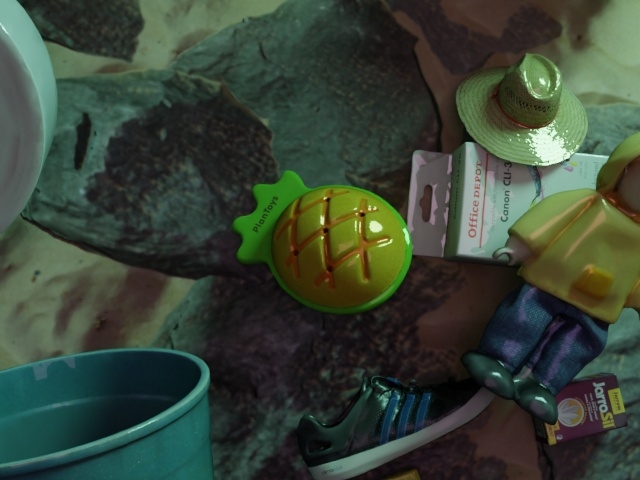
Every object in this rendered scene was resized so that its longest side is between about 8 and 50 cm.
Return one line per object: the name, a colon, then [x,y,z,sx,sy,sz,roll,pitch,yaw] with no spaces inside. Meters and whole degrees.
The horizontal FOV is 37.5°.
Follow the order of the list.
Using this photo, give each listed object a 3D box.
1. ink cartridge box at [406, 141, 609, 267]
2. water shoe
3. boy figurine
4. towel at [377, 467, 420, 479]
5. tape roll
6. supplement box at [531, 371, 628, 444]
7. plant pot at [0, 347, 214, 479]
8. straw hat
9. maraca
ink cartridge box: [0.189,-0.032,0.935,0.198,0.067,0.115,5,85,-4]
water shoe: [0.073,0.162,0.908,0.203,0.073,0.080,-26,85,-6]
boy figurine: [0.253,0.027,0.861,0.177,0.092,0.285,34,97,-4]
towel: [-0.003,0.306,0.919,0.237,0.021,0.102,-18,92,-6]
tape roll: [-0.380,-0.115,0.829,0.286,0.100,0.286,-3,114,-8]
supplement box: [0.253,0.166,0.934,0.083,0.043,0.055,-13,84,-5]
plant pot: [-0.207,0.254,0.799,0.271,0.271,0.255,-10,100,-5]
straw hat: [0.204,-0.145,0.915,0.144,0.061,0.144,4,50,-5]
maraca: [0.000,0.000,0.910,0.185,0.099,0.127,24,74,24]
